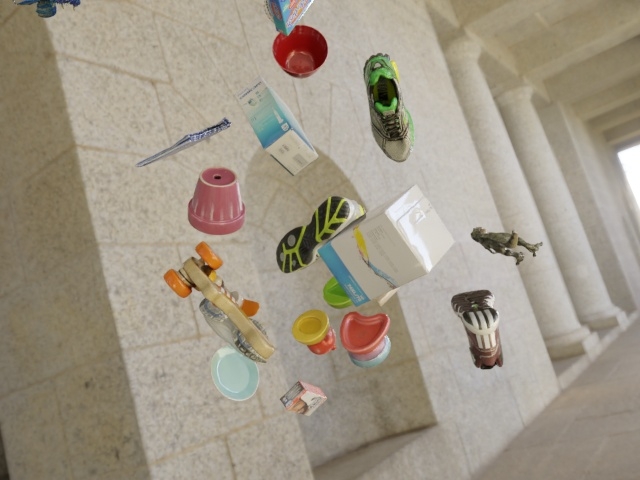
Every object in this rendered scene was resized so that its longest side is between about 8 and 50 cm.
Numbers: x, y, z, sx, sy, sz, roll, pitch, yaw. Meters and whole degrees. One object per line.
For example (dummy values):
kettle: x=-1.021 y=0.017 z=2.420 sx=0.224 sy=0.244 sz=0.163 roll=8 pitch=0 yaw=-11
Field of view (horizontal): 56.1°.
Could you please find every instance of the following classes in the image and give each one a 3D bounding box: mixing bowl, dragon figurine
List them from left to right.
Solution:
dragon figurine: x=-0.784 y=-0.678 z=1.668 sx=0.289 sy=0.143 sz=0.085 roll=-10 pitch=-11 yaw=24
mixing bowl: x=-0.067 y=-0.602 z=1.971 sx=0.182 sy=0.181 sz=0.098 roll=-15 pitch=-15 yaw=-7

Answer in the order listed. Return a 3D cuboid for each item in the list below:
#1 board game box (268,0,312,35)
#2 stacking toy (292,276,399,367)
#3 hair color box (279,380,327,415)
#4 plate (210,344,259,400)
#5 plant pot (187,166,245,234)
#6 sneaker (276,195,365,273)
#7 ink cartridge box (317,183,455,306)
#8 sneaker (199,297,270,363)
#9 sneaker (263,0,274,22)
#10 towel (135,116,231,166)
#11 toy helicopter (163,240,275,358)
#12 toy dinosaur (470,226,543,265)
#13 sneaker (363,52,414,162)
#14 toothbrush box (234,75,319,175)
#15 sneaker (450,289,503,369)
board game box: x=-0.088 y=-0.731 z=1.754 sx=0.160 sy=0.047 sz=0.210 roll=-58 pitch=-15 yaw=-12
stacking toy: x=0.103 y=0.253 z=1.855 sx=0.309 sy=0.279 sz=0.130 roll=8 pitch=-37 yaw=37
hair color box: x=-0.055 y=0.534 z=2.022 sx=0.093 sy=0.053 sz=0.167 roll=-44 pitch=-34 yaw=4
plate: x=-0.284 y=0.435 z=1.964 sx=0.188 sy=0.188 sz=0.024 roll=-6 pitch=-23 yaw=-47
plant pot: x=-0.354 y=-0.146 z=2.065 sx=0.202 sy=0.201 sz=0.180 roll=-12 pitch=-47 yaw=-26
sneaker: x=0.000 y=0.000 z=2.000 sx=0.147 sy=0.145 sz=0.385 roll=6 pitch=-33 yaw=-46
ink cartridge box: x=0.178 y=0.014 z=1.631 sx=0.270 sy=0.197 sz=0.198 roll=-31 pitch=5 yaw=42
sneaker: x=-0.271 y=0.298 z=1.963 sx=0.111 sy=0.297 sz=0.129 roll=-39 pitch=-24 yaw=-27
sneaker: x=-0.128 y=-0.810 z=1.957 sx=0.088 sy=0.225 sz=0.093 roll=2 pitch=-6 yaw=-36
towel: x=-0.478 y=-0.350 z=2.124 sx=0.243 sy=0.040 sz=0.336 roll=-22 pitch=12 yaw=23
toy helicopter: x=-0.239 y=0.179 z=1.586 sx=0.140 sy=0.355 sz=0.235 roll=-42 pitch=-23 yaw=-5
toy dinosaur: x=0.431 y=0.009 z=1.379 sx=0.118 sy=0.064 sz=0.268 roll=23 pitch=-1 yaw=-7
sneaker: x=0.202 y=-0.387 z=1.842 sx=0.134 sy=0.343 sz=0.146 roll=-13 pitch=32 yaw=15
toothbrush box: x=-0.155 y=-0.407 z=2.135 sx=0.126 sy=0.295 sz=0.216 roll=-34 pitch=-31 yaw=11
sneaker: x=0.384 y=0.225 z=1.462 sx=0.107 sy=0.162 sz=0.281 roll=-10 pitch=9 yaw=13
